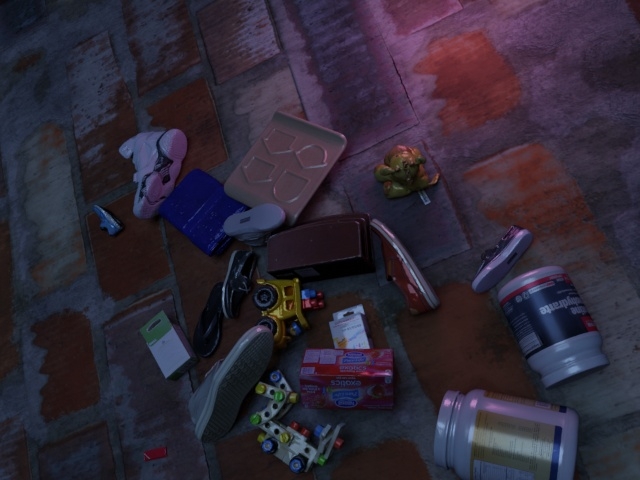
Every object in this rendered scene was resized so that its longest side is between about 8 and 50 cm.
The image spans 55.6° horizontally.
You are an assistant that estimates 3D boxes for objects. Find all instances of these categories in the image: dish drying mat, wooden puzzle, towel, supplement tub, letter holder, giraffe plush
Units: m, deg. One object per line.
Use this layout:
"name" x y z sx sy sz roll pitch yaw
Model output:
"dish drying mat" -0.528 0.683 1.939 0.083 0.008 0.032 -17 66 16
"wooden puzzle" -0.114 -0.239 2.034 0.322 0.080 0.347 26 79 30
"towel" -0.401 -0.099 2.125 0.308 0.076 0.227 36 81 28
"supplement tub" 0.591 0.220 1.549 0.191 0.191 0.272 -26 65 12
"letter holder" 0.000 0.000 1.884 0.302 0.152 0.214 -10 67 18
"supplement tub" 0.456 0.495 1.489 0.317 0.228 0.228 7 75 24
"giraffe plush" 0.251 -0.217 1.845 0.181 0.170 0.210 -45 63 2

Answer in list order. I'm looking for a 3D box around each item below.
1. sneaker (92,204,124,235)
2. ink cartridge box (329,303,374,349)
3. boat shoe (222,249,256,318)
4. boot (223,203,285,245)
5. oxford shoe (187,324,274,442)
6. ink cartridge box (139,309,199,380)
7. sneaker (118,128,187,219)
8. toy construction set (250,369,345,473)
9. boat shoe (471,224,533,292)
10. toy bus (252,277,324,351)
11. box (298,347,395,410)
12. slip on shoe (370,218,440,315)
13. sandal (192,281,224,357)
"sneaker" -0.814 -0.075 2.281 0.162 0.063 0.073 39 93 28
"ink cartridge box" 0.092 0.281 1.799 0.104 0.061 0.181 -21 66 15
"boat shoe" -0.264 0.142 1.977 0.079 0.084 0.232 3 71 23
"boot" -0.186 -0.045 1.963 0.258 0.123 0.095 -7 62 39
"oxford shoe" -0.278 0.408 1.786 0.130 0.169 0.449 50 123 36
"ink cartridge box" -0.501 0.347 2.012 0.109 0.062 0.209 -41 62 4
"sneaker" -0.644 -0.251 2.237 0.210 0.137 0.365 10 71 25
"toy construction set" -0.067 0.534 1.739 0.328 0.151 0.215 24 82 38
"boat shoe" 0.497 0.047 1.715 0.228 0.080 0.076 -50 45 3
"toy bus" -0.092 0.223 1.861 0.212 0.149 0.220 -6 72 3
"box" 0.077 0.384 1.684 0.257 0.128 0.122 -1 115 8
"slip on shoe" 0.227 0.075 1.791 0.101 0.123 0.331 -34 68 12
"sandal" -0.364 0.256 1.993 0.097 0.054 0.254 8 75 24
